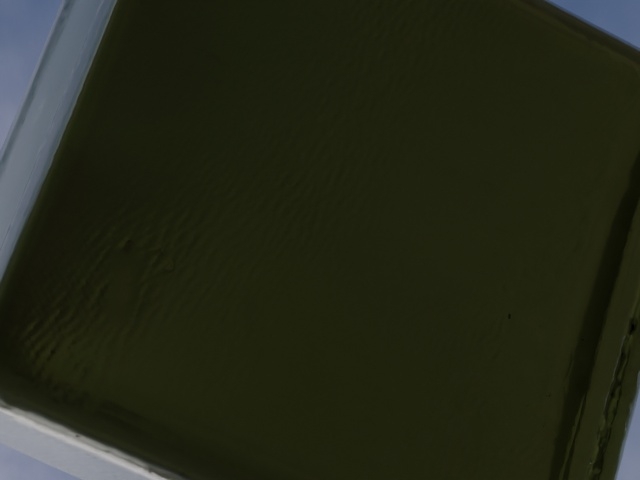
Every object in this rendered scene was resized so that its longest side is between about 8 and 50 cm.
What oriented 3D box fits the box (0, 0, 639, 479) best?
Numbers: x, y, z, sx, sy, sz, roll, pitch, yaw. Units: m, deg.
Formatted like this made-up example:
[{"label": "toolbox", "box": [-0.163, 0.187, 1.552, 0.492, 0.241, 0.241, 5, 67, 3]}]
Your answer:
[{"label": "box", "box": [0.000, 0.000, 0.882, 0.344, 0.177, 0.351, 25, -108, -19]}]
